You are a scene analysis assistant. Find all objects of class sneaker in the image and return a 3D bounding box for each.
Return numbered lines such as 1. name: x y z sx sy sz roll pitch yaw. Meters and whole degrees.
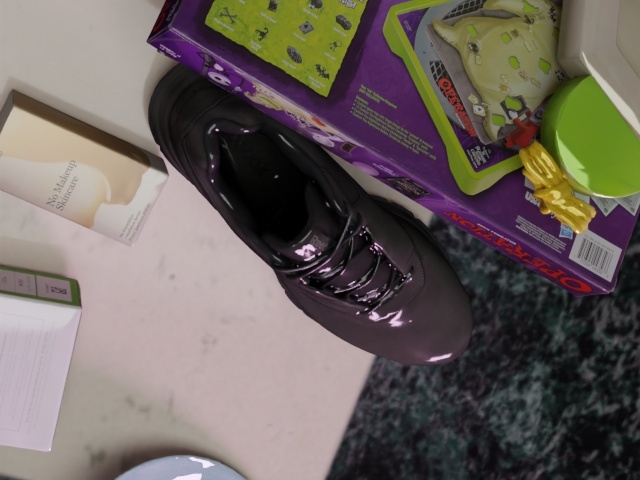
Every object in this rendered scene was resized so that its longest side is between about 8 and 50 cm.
1. sneaker: 0.000 0.000 1.124 0.286 0.130 0.109 40 97 -23

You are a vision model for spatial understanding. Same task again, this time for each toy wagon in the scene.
1. toy wagon: 0.258 -0.138 1.096 0.344 0.068 0.267 -40 101 -9

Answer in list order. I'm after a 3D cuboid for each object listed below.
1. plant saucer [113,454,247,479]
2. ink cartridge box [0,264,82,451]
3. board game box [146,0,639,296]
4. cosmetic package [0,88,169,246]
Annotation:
1. plant saucer: -0.112 0.251 1.207 0.195 0.037 0.195 4 84 -37
2. ink cartridge box: -0.273 0.067 1.122 0.209 0.062 0.109 10 106 -15
3. board game box: 0.079 -0.131 1.091 0.347 0.056 0.208 30 75 -20
4. cosmetic package: -0.165 -0.048 1.117 0.115 0.041 0.060 23 103 -19
